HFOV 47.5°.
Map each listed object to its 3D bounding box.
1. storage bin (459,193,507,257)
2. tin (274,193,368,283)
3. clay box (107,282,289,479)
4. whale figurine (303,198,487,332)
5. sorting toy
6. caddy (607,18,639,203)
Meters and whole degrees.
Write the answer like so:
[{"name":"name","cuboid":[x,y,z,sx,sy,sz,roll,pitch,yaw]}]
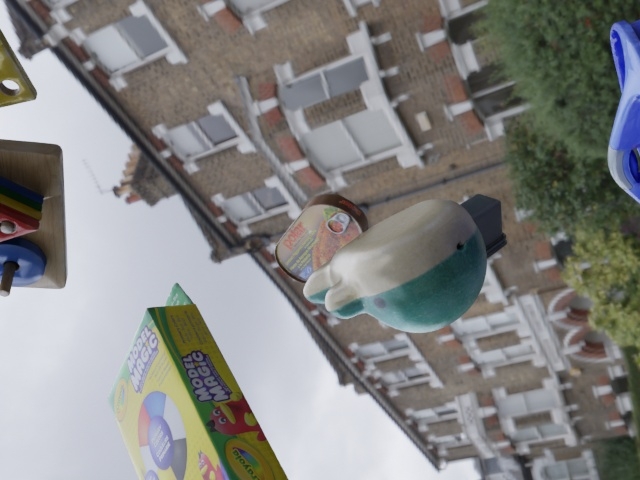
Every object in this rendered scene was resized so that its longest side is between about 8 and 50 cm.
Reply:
[{"name":"storage bin","cuboid":[0.274,-0.025,1.336,0.135,0.098,0.091,-28,-53,-35]},{"name":"tin","cuboid":[0.000,0.000,1.123,0.106,0.189,0.040,32,-134,-10]},{"name":"clay box","cuboid":[-0.113,0.154,0.601,0.053,0.127,0.222,-2,-136,-41]},{"name":"whale figurine","cuboid":[0.094,0.050,0.931,0.216,0.272,0.141,-37,-81,-36]},{"name":"sorting toy","cuboid":[-0.239,-0.011,0.476,0.274,0.132,0.046,107,161,-43]},{"name":"caddy","cuboid":[0.416,-0.112,0.816,0.341,0.179,0.241,44,-148,-50]}]
